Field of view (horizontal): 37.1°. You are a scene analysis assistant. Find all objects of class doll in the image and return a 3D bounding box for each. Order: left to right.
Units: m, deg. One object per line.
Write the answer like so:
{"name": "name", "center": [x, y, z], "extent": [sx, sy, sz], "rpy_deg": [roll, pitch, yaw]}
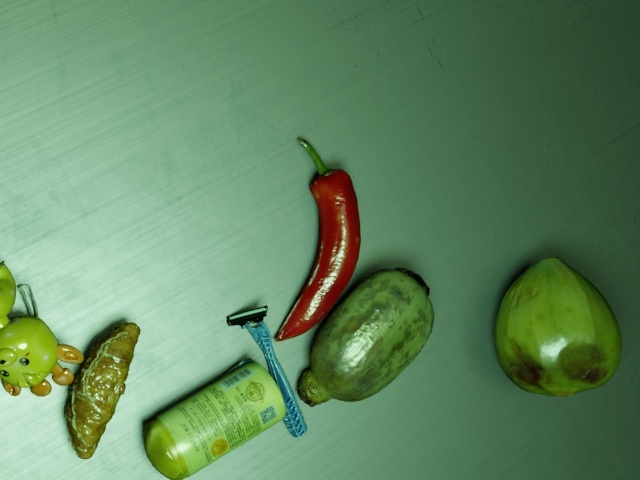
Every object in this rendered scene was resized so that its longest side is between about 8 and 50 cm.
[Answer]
{"name": "doll", "center": [-0.475, 0.152, 1.483], "extent": [0.143, 0.135, 0.221], "rpy_deg": [-30, 110, 11]}

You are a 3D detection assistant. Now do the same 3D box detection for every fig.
{"name": "fig", "center": [0.458, 0.166, 1.850], "extent": [0.239, 0.239, 0.271], "rpy_deg": [10, 73, -24]}

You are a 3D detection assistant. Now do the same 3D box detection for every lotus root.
{"name": "lotus root", "center": [0.083, 0.184, 1.720], "extent": [0.173, 0.173, 0.309], "rpy_deg": [44, 80, -18]}

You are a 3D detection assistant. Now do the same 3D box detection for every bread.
{"name": "bread", "center": [-0.360, 0.236, 1.532], "extent": [0.076, 0.105, 0.233], "rpy_deg": [21, 85, -25]}

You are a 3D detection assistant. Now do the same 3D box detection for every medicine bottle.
{"name": "medicine bottle", "center": [-0.183, 0.307, 1.608], "extent": [0.239, 0.124, 0.124], "rpy_deg": [-29, 101, -21]}

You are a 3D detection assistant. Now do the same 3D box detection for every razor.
{"name": "razor", "center": [-0.080, 0.235, 1.697], "extent": [0.082, 0.042, 0.253], "rpy_deg": [-19, 101, 19]}

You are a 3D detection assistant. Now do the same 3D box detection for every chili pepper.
{"name": "chili pepper", "center": [0.006, 0.006, 1.717], "extent": [0.137, 0.092, 0.368], "rpy_deg": [8, 83, -14]}
